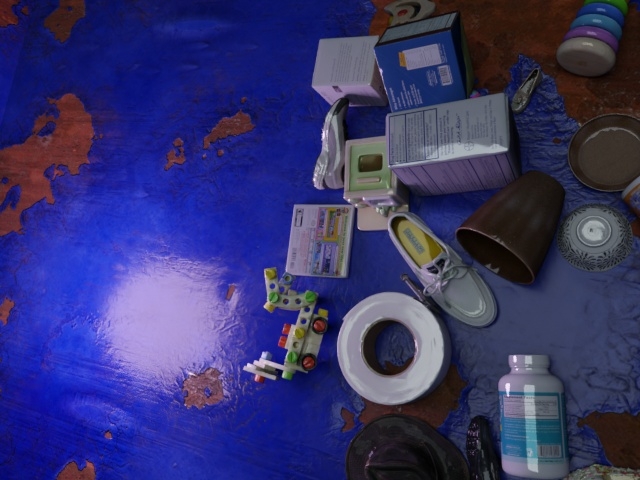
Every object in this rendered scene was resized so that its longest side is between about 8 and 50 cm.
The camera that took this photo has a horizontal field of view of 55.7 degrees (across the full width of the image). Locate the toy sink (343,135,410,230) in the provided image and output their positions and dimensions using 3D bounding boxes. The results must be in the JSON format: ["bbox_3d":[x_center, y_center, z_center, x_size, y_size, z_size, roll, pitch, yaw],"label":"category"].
[{"bbox_3d":[0.155,-0.155,1.661,0.152,0.131,0.234,-2,78,24],"label":"toy sink"}]

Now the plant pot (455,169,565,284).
[{"bbox_3d":[0.482,-0.049,1.464,0.215,0.215,0.230,34,79,27],"label":"plant pot"}]

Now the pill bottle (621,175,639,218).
[{"bbox_3d":[0.792,-0.056,1.353,0.121,0.121,0.216,-37,66,13],"label":"pill bottle"}]

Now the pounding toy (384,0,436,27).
[{"bbox_3d":[0.266,-0.567,1.698,0.154,0.155,0.269,-30,36,4],"label":"pounding toy"}]

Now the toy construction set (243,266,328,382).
[{"bbox_3d":[-0.095,0.253,1.673,0.215,0.151,0.328,17,94,2],"label":"toy construction set"}]

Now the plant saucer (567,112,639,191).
[{"bbox_3d":[0.709,-0.210,1.474,0.198,0.036,0.199,-6,76,24],"label":"plant saucer"}]

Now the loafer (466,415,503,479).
[{"bbox_3d":[0.395,0.533,1.438,0.078,0.076,0.223,4,70,-11],"label":"loafer"}]

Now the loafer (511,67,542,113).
[{"bbox_3d":[0.538,-0.395,1.591,0.045,0.039,0.125,32,93,26],"label":"loafer"}]

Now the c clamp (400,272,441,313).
[{"bbox_3d":[0.249,0.130,1.534,0.022,0.137,0.161,-49,31,10],"label":"c clamp"}]

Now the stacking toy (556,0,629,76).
[{"bbox_3d":[0.708,-0.586,1.515,0.141,0.141,0.330,18,81,27],"label":"stacking toy"}]

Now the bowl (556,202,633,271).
[{"bbox_3d":[0.647,-0.014,1.434,0.170,0.080,0.170,-5,77,24],"label":"bowl"}]

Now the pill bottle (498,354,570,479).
[{"bbox_3d":[0.482,0.395,1.380,0.146,0.146,0.264,-4,76,24],"label":"pill bottle"}]

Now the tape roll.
[{"bbox_3d":[0.189,0.277,1.566,0.286,0.100,0.286,-5,77,24],"label":"tape roll"}]

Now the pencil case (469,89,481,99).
[{"bbox_3d":[0.324,-0.342,1.645,0.236,0.104,0.105,-6,76,21],"label":"pencil case"}]

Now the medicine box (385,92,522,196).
[{"bbox_3d":[0.339,-0.226,1.519,0.289,0.263,0.149,-5,76,23],"label":"medicine box"}]

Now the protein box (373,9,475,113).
[{"bbox_3d":[0.271,-0.453,1.565,0.201,0.200,0.136,-3,38,28],"label":"protein box"}]

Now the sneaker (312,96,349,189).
[{"bbox_3d":[0.054,-0.276,1.756,0.108,0.100,0.272,11,95,14],"label":"sneaker"}]

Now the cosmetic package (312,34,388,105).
[{"bbox_3d":[0.096,-0.485,1.751,0.183,0.151,0.152,5,81,26],"label":"cosmetic package"}]

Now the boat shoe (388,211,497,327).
[{"bbox_3d":[0.297,0.067,1.509,0.136,0.156,0.367,-40,77,12],"label":"boat shoe"}]

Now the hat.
[{"bbox_3d":[0.190,0.591,1.477,0.331,0.134,0.332,-5,77,24],"label":"hat"}]

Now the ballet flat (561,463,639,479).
[{"bbox_3d":[0.642,0.533,1.314,0.240,0.077,0.091,-14,74,22],"label":"ballet flat"}]

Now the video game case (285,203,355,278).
[{"bbox_3d":[0.000,0.000,1.757,0.193,0.023,0.213,2,78,25],"label":"video game case"}]
